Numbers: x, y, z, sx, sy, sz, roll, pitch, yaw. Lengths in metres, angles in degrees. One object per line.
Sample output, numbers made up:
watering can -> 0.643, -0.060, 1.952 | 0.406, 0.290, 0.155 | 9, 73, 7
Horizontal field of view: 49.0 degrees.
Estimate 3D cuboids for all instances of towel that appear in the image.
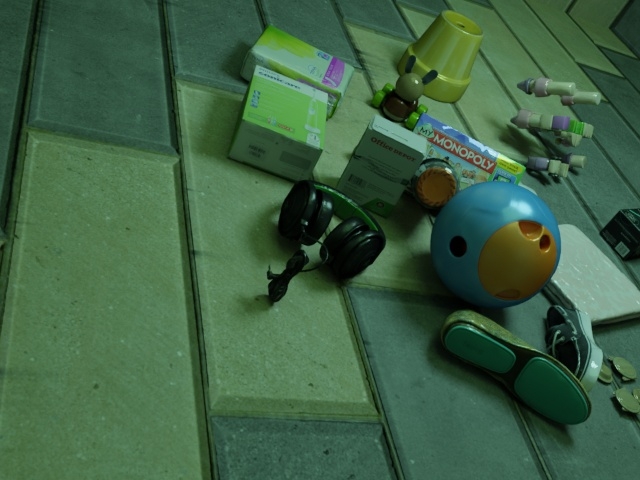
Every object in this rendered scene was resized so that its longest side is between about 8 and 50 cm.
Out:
towel -> 0.689, 0.089, 1.882 | 0.317, 0.053, 0.332 | -5, 48, -35

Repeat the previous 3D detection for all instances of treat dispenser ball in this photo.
treat dispenser ball -> 0.394, 0.010, 1.589 | 0.288, 0.288, 0.288 | 18, 39, -15

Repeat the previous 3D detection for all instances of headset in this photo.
headset -> 0.000, 0.000, 1.510 | 0.243, 0.185, 0.394 | 36, 23, 3

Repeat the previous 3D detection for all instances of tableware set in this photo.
tableware set -> 0.709, 0.337, 1.639 | 0.141, 0.020, 0.169 | 5, 42, -31

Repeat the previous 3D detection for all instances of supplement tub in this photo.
supplement tub -> 0.281, -0.141, 1.727 | 0.117, 0.117, 0.190 | 30, 12, 1

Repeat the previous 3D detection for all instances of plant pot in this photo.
plant pot -> 0.426, -0.640, 2.395 | 0.254, 0.239, 0.254 | 17, 39, -14

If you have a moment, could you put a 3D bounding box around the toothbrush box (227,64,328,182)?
toothbrush box -> -0.100, -0.293, 1.756 | 0.206, 0.122, 0.283 | 19, 39, -13

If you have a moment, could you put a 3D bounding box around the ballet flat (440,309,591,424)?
ballet flat -> 0.412, 0.254, 1.476 | 0.348, 0.123, 0.123 | 31, 37, 2

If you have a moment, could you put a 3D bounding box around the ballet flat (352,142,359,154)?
ballet flat -> 0.198, -0.232, 1.916 | 0.232, 0.073, 0.080 | 4, 42, -30

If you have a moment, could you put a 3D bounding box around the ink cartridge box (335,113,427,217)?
ink cartridge box -> 0.148, -0.180, 1.714 | 0.153, 0.208, 0.087 | 26, 37, -5

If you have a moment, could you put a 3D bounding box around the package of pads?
package of pads -> -0.063, -0.484, 2.017 | 0.296, 0.101, 0.229 | 25, 36, -5

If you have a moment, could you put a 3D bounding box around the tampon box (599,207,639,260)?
tampon box -> 0.962, -0.021, 2.142 | 0.161, 0.101, 0.120 | -4, 49, -37

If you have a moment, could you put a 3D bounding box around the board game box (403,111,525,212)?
board game box -> 0.360, -0.173, 1.870 | 0.317, 0.046, 0.214 | 27, 82, -2

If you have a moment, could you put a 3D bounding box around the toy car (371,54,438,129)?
toy car -> 0.273, -0.464, 2.135 | 0.155, 0.188, 0.149 | 34, 38, 6

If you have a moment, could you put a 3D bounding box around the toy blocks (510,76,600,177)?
toy blocks -> 0.742, -0.379, 2.361 | 0.260, 0.309, 0.288 | 15, 11, 40

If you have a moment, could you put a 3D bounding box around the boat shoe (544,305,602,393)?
boat shoe -> 0.556, 0.235, 1.579 | 0.102, 0.108, 0.301 | 23, 29, 3

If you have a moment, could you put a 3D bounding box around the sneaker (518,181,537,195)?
sneaker -> 0.493, -0.141, 1.979 | 0.169, 0.108, 0.292 | 13, 28, -17
